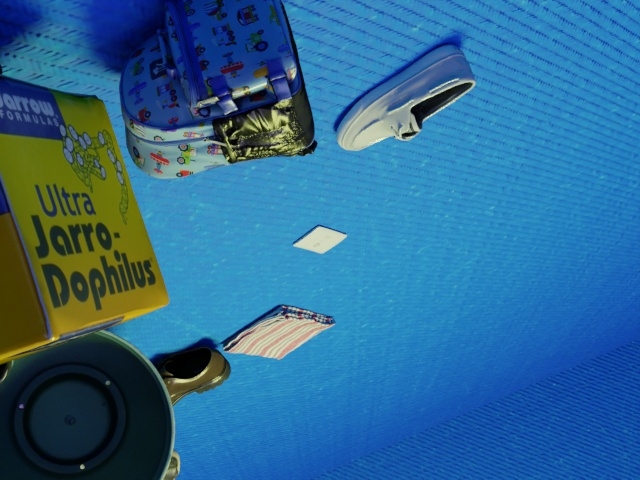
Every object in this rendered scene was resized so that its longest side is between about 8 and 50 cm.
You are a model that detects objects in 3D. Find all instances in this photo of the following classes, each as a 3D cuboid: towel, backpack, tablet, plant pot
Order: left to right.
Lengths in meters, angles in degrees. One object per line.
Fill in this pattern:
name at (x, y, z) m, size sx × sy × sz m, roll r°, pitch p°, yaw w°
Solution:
plant pot at (-0.360, 0.264, 1.208) m, size 0.293 × 0.293 × 0.196 m, roll -19°, pitch 179°, yaw -14°
backpack at (-0.104, -0.140, 0.756) m, size 0.173 × 0.158 × 0.117 m, roll -14°, pitch 148°, yaw 4°
towel at (-0.071, 0.176, 1.555) m, size 0.144 × 0.029 × 0.197 m, roll -33°, pitch 154°, yaw 20°
tablet at (0.000, 0.000, 1.297) m, size 0.054 × 0.006 × 0.083 m, roll -35°, pitch 153°, yaw 23°

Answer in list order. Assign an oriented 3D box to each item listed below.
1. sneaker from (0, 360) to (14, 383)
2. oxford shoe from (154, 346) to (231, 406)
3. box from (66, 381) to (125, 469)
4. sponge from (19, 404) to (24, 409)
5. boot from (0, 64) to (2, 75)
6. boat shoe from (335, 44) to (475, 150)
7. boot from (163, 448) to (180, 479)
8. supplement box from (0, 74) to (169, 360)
sneaker at (-0.380, 0.081, 0.953) m, size 0.101 × 0.106 × 0.267 m, roll 8°, pitch 152°, yaw 2°
oxford shoe at (-0.274, 0.243, 1.456) m, size 0.227 × 0.082 × 0.096 m, roll -31°, pitch 147°, yaw -5°
box at (-0.354, 0.280, 1.369) m, size 0.126 × 0.137 × 0.072 m, roll -18°, pitch 153°, yaw -15°
sponge at (-0.556, 0.335, 1.421) m, size 0.117 × 0.031 × 0.210 m, roll 2°, pitch 144°, yaw -45°
boot at (-0.329, -0.150, 0.633) m, size 0.248 × 0.090 × 0.207 m, roll -40°, pitch 163°, yaw 28°
boat shoe at (0.102, -0.155, 1.012) m, size 0.184 × 0.063 × 0.066 m, roll -32°, pitch 155°, yaw 15°
boot at (-0.375, 0.426, 1.551) m, size 0.378 × 0.138 × 0.284 m, roll -12°, pitch 170°, yaw 38°
supplement box at (-0.339, 0.026, 0.672) m, size 0.357 × 0.195 × 0.194 m, roll -19°, pitch 179°, yaw 14°
